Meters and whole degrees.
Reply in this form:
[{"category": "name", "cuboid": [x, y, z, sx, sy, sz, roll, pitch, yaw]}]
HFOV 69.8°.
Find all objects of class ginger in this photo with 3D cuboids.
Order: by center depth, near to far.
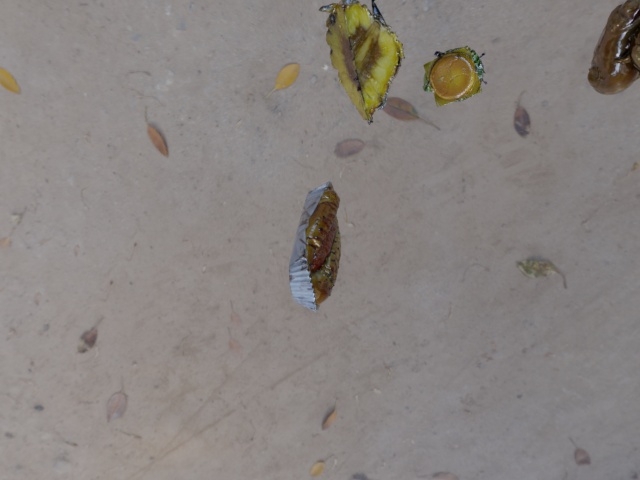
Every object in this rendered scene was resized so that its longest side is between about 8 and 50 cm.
[{"category": "ginger", "cuboid": [0.289, -0.177, 0.394, 0.103, 0.162, 0.073, -24, 98, 9]}]

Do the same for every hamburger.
[{"category": "hamburger", "cuboid": [0.402, -0.497, 1.384, 0.189, 0.093, 0.164, -2, 116, 27]}]

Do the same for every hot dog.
[{"category": "hot dog", "cuboid": [0.000, 0.000, 0.606, 0.053, 0.192, 0.099, 2, 136, 13]}]

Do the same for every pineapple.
[{"category": "pineapple", "cuboid": [0.105, -0.485, 1.143, 0.158, 0.161, 0.335, -33, 132, -2]}]
